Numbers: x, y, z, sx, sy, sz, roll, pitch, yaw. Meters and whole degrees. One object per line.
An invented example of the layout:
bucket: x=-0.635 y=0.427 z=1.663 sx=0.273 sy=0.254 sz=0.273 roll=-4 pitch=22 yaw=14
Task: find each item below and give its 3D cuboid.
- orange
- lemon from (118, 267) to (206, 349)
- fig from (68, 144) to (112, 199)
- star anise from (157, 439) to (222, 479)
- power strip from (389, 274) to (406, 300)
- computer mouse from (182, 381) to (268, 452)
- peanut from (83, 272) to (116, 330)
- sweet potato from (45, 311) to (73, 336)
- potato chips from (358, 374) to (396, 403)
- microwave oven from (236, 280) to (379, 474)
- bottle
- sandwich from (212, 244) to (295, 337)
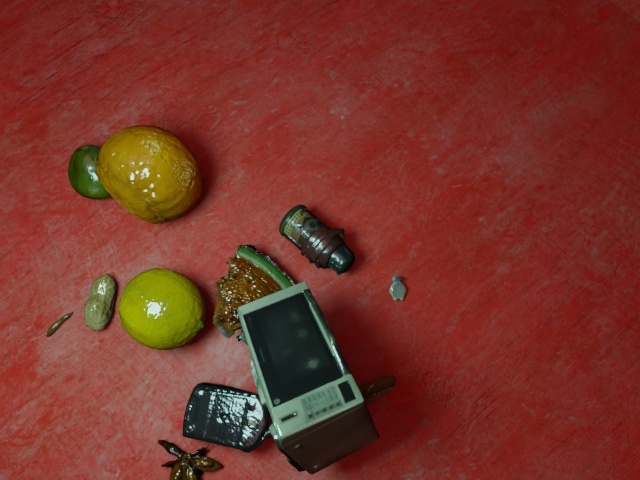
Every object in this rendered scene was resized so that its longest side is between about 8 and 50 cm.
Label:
orange: x=-0.557 y=-0.227 z=1.401 sx=0.340 sy=0.340 sz=0.293 roll=35 pitch=67 yaw=12
lemon: x=-0.493 y=0.214 z=1.311 sx=0.267 sy=0.267 sz=0.267 roll=-1 pitch=73 yaw=3
fig: x=-0.812 y=-0.249 z=1.505 sx=0.181 sy=0.191 sz=0.181 roll=-6 pitch=38 yaw=5
star anise: x=-0.406 y=0.695 z=1.262 sx=0.212 sy=0.053 sz=0.157 roll=5 pitch=73 yaw=3
power strip: x=0.258 y=0.159 z=1.401 sx=0.055 sy=0.035 sz=0.083 roll=-5 pitch=86 yaw=2
computer mouse: x=-0.280 y=0.537 z=1.277 sx=0.269 sy=0.100 sz=0.170 roll=8 pitch=69 yaw=11
peanut: x=-0.743 y=0.205 z=1.406 sx=0.083 sy=0.093 sz=0.194 roll=-2 pitch=75 yaw=17
sweet potato: x=-0.895 y=0.284 z=1.424 sx=0.026 sy=0.026 sz=0.115 roll=43 pitch=81 yaw=13
potato chips: x=0.037 y=0.492 z=1.286 sx=0.407 sy=0.080 sz=0.057 roll=-11 pitch=35 yaw=1
microwave oven: x=-0.051 y=0.367 z=1.139 sx=0.247 sy=0.333 sz=0.394 roll=-25 pitch=46 yaw=-6
bottle: x=0.000 y=0.000 z=1.402 sx=0.271 sy=0.143 sz=0.156 roll=39 pitch=105 yaw=15
sandwich: x=-0.238 y=0.188 z=1.348 sx=0.250 sy=0.162 sz=0.301 roll=34 pitch=47 yaw=0
